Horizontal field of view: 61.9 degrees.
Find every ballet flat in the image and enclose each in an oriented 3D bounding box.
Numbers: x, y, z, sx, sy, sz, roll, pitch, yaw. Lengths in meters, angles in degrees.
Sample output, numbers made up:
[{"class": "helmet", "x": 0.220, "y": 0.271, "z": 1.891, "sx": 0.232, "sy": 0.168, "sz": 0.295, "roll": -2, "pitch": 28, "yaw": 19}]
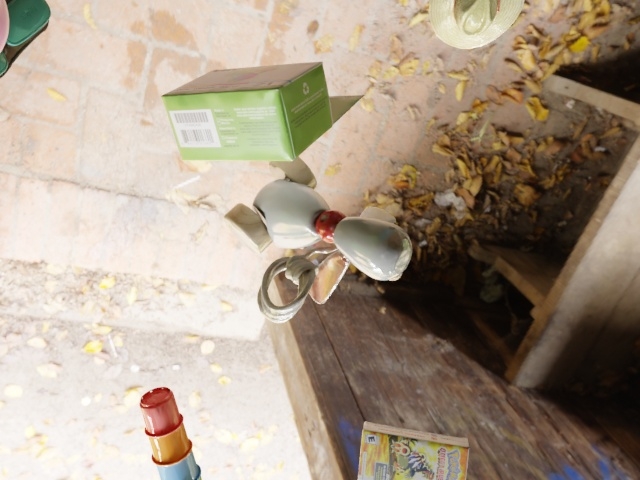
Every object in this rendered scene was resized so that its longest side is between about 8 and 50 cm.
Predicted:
[{"class": "ballet flat", "x": -0.518, "y": -0.299, "z": 0.819, "sx": 0.096, "sy": 0.281, "sz": 0.095, "roll": -13, "pitch": 126, "yaw": 22}]

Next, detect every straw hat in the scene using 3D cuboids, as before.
[{"class": "straw hat", "x": 0.223, "y": -0.330, "z": 0.762, "sx": 0.144, "sy": 0.061, "sz": 0.145, "roll": 7, "pitch": 135, "yaw": 8}]

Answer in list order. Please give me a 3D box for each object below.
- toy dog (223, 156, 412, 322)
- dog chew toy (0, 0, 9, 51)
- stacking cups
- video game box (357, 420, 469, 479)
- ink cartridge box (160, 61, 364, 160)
[{"class": "toy dog", "x": 0.000, "y": 0.000, "z": 0.791, "sx": 0.220, "sy": 0.334, "sz": 0.161, "roll": -36, "pitch": 132, "yaw": 2}, {"class": "dog chew toy", "x": -0.466, "y": -0.207, "z": 0.543, "sx": 0.331, "sy": 0.207, "sz": 0.207, "roll": -12, "pitch": 124, "yaw": 19}, {"class": "stacking cups", "x": -0.276, "y": 0.432, "z": 1.039, "sx": 0.095, "sy": 0.096, "sz": 0.317, "roll": -11, "pitch": 105, "yaw": -11}, {"class": "video game box", "x": 0.158, "y": 0.441, "z": 0.944, "sx": 0.186, "sy": 0.048, "sz": 0.205, "roll": 5, "pitch": 92, "yaw": 9}, {"class": "ink cartridge box", "x": -0.070, "y": -0.208, "z": 0.775, "sx": 0.188, "sy": 0.255, "sz": 0.097, "roll": 5, "pitch": 124, "yaw": 27}]
